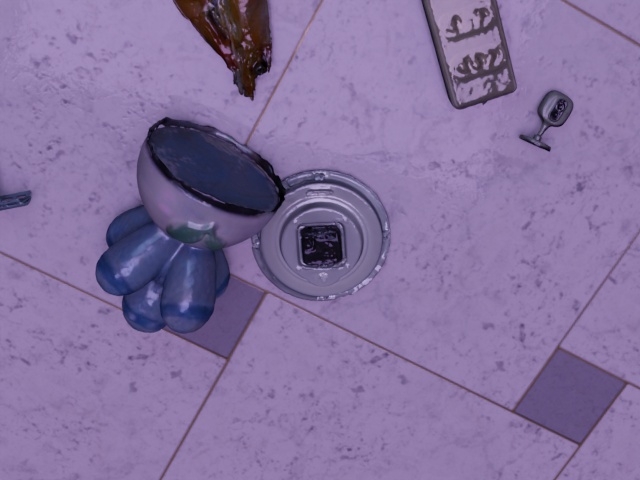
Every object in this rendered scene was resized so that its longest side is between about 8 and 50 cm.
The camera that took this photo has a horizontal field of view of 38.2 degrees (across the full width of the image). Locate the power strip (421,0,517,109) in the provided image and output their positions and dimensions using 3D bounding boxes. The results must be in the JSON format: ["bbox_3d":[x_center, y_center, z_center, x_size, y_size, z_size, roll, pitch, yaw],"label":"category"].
[{"bbox_3d":[0.219,-0.324,1.395,0.105,0.070,0.257,-17,111,6],"label":"power strip"}]

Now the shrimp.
[{"bbox_3d":[-0.147,-0.350,1.393,0.154,0.062,0.294,-10,109,16],"label":"shrimp"}]

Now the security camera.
[{"bbox_3d":[0.360,-0.191,1.460,0.058,0.058,0.092,24,101,-9],"label":"security camera"}]

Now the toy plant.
[{"bbox_3d":[-0.227,0.007,1.453,0.247,0.247,0.332,27,115,-10],"label":"toy plant"}]

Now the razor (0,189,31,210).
[{"bbox_3d":[-0.544,-0.157,1.467,0.106,0.068,0.232,-10,104,2],"label":"razor"}]

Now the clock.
[{"bbox_3d":[0.000,0.000,1.527,0.236,0.053,0.237,0,110,-1],"label":"clock"}]
